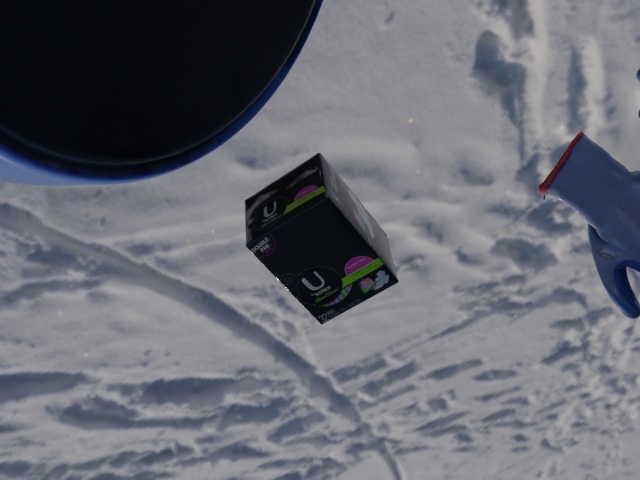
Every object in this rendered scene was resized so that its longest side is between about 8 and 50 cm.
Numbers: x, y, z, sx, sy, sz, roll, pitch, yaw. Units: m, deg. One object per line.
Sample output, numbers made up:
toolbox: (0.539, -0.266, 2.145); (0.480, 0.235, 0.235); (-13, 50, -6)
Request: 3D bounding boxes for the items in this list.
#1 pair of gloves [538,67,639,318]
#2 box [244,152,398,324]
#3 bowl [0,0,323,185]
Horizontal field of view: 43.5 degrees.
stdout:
pair of gloves: (0.242, -0.043, 0.517); (0.198, 0.159, 0.023); (-53, -178, 9)
box: (0.000, 0.000, 0.508); (0.062, 0.052, 0.083); (-31, 124, 16)
bowl: (-0.112, -0.215, 0.445); (0.391, 0.077, 0.391); (-34, 133, -45)
